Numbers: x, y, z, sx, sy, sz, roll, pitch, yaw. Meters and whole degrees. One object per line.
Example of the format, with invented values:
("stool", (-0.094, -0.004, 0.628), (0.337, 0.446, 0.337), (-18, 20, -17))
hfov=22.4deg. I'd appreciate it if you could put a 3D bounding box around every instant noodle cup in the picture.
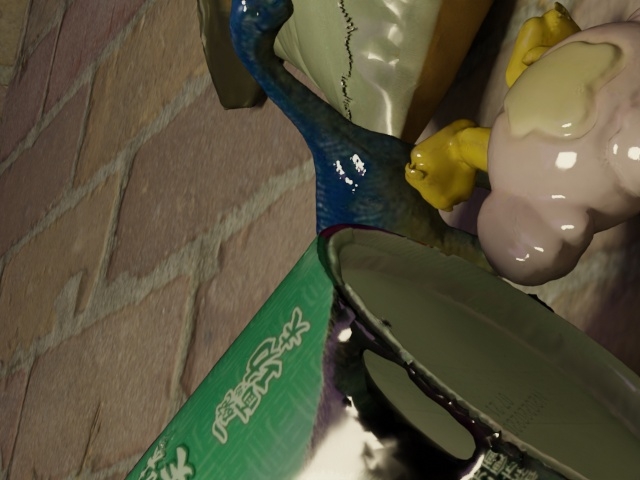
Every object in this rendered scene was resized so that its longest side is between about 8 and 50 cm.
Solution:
("instant noodle cup", (0.035, 0.123, 0.650), (0.190, 0.251, 0.251), (-58, 25, 15))

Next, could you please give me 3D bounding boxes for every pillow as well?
("pillow", (0.048, -0.224, 1.007), (0.312, 0.119, 0.310), (-68, 25, 15))

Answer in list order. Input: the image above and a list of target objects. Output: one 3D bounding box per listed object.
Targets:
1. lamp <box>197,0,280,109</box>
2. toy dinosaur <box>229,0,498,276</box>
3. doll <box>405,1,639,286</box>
("lamp", (-0.053, -0.228, 1.307), (0.101, 0.101, 0.250), (-153, 67, -69))
("toy dinosaur", (0.000, 0.000, 0.877), (0.075, 0.188, 0.248), (-96, 28, -60))
("doll", (0.149, -0.038, 0.638), (0.160, 0.094, 0.365), (-50, 15, -6))
